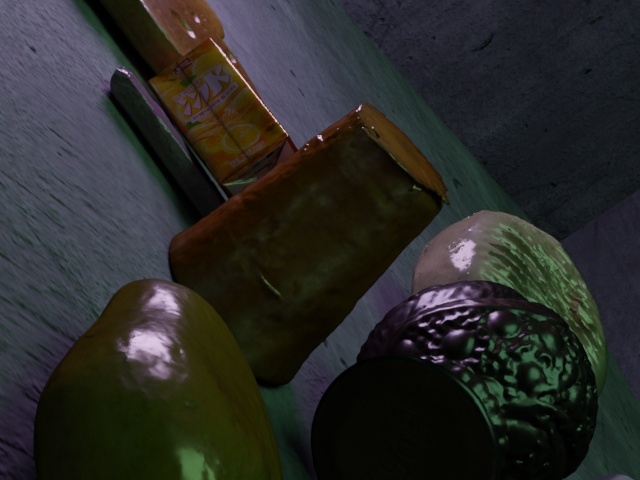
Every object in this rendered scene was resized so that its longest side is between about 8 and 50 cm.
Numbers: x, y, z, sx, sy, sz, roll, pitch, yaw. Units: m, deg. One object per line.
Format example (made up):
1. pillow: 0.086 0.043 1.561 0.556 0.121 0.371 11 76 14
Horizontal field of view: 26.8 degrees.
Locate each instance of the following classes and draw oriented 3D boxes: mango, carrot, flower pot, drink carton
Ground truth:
1. mango: -0.102 0.142 0.925 0.195 0.142 0.332 57 11 -11
2. carrot: 0.000 0.000 1.350 0.196 0.254 0.196 48 13 -15
3. flower pot: 0.129 0.184 1.377 0.267 0.266 0.267 57 23 8
4. drink carton: -0.104 -0.129 1.508 0.223 0.096 0.071 52 -3 44

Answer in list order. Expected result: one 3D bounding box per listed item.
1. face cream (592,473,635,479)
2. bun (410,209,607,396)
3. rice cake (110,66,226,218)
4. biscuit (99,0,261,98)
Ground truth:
1. face cream: 0.257 0.402 1.157 0.219 0.312 0.357 -13 74 -54
2. bun: 0.255 0.127 1.950 0.326 0.234 0.362 39 35 -30
3. rice cake: -0.166 -0.103 1.468 0.207 0.036 0.047 55 -4 2
4. biscuit: -0.190 -0.268 1.721 0.344 0.057 0.287 51 15 -16
